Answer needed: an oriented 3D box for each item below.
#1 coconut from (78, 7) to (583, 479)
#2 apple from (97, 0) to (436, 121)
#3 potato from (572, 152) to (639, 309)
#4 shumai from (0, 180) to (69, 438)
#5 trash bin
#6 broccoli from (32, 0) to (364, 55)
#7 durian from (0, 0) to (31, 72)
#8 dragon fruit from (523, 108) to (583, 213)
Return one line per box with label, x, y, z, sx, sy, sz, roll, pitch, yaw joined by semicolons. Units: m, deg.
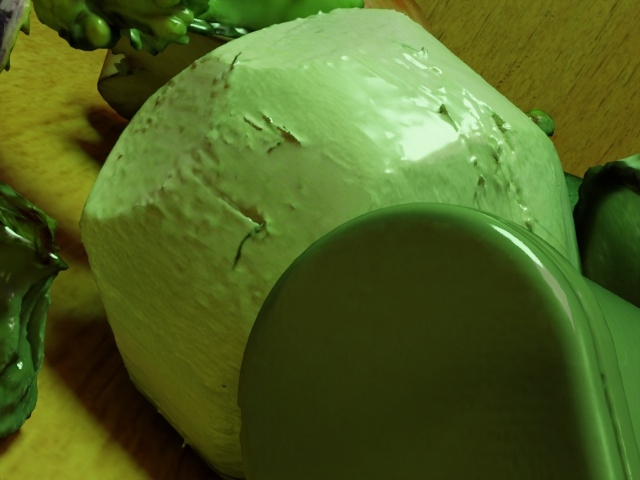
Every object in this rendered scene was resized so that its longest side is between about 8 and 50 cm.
coconut;0.001;0.000;0.678;0.230;0.227;0.227;45;16;28
apple;-0.034;-0.157;1.078;0.251;0.163;0.293;26;-17;-18
potato;0.320;0.060;0.682;0.397;0.296;0.290;66;-9;-25
shumai;-0.146;0.014;0.552;0.099;0.087;0.124;21;16;-41
trash bin;0.089;0.123;0.494;0.247;0.121;0.243;19;57;-60
broccoli;-0.085;-0.209;0.717;0.272;0.180;0.242;12;27;-10
durian;-0.267;-0.181;0.870;0.186;0.154;0.260;14;41;22
dragon fruit;0.159;0.050;0.931;0.295;0.130;0.268;41;23;-86
